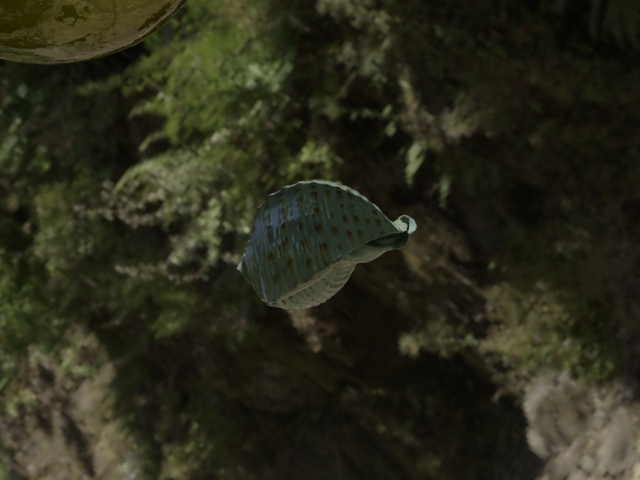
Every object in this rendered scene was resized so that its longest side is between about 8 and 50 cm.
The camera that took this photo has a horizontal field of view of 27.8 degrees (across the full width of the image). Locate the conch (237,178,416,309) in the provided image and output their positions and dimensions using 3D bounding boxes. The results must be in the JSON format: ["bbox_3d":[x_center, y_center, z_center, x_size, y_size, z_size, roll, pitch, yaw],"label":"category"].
[{"bbox_3d":[-0.007,-0.008,1.442,0.200,0.131,0.172,-35,-16,10],"label":"conch"}]

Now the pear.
[{"bbox_3d":[-0.248,-0.279,1.180,0.307,0.252,0.253,-18,10,21],"label":"pear"}]
